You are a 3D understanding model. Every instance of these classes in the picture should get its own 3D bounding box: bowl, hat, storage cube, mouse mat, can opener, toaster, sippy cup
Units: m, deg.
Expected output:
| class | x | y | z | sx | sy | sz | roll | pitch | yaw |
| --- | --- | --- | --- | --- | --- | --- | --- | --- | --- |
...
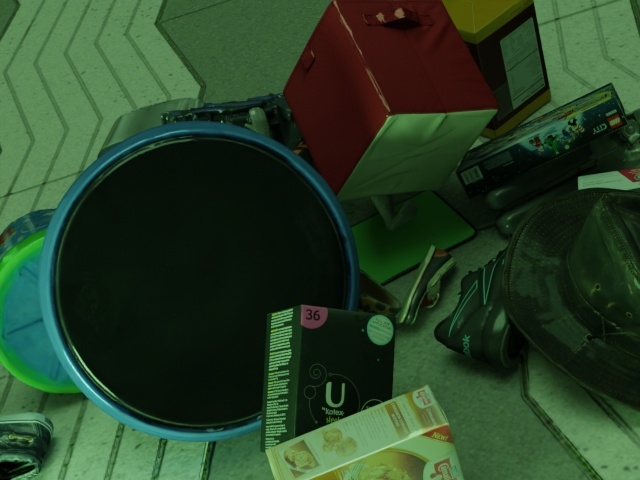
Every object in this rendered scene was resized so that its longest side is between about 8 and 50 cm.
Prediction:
| class | x | y | z | sx | sy | sz | roll | pitch | yaw |
| --- | --- | --- | --- | --- | --- | --- | --- | --- | --- |
| bowl | -0.142 | 0.048 | 1.451 | 0.391 | 0.391 | 0.077 | -24 | 2 | -7 |
| hat | 0.368 | 0.029 | 1.364 | 0.331 | 0.134 | 0.331 | -2 | 53 | 2 |
| storage cube | 0.089 | -0.188 | 1.612 | 0.184 | 0.215 | 0.193 | -7 | 60 | -31 |
| mouse mat | 0.110 | -0.003 | 1.709 | 0.190 | 0.007 | 0.152 | -26 | 36 | -11 |
| can opener | 0.351 | -0.097 | 1.689 | 0.283 | 0.076 | 0.095 | -28 | 4 | -11 |
| toaster | -0.263 | -0.143 | 1.963 | 0.227 | 0.129 | 0.146 | -13 | 32 | 12 |
| sippy cup | -0.358 | 0.062 | 1.671 | 0.240 | 0.305 | 0.224 | -67 | 27 | 9 |

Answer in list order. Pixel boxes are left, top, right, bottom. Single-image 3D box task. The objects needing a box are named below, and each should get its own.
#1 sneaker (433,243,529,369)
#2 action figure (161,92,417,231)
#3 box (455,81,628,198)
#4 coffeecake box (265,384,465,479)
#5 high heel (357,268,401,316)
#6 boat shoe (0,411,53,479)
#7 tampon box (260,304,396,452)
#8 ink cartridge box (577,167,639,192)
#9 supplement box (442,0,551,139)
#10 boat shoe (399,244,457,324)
| class | x | y | z | sx | sy | sz | roll | pitch | yaw |
| --- | --- | --- | --- | --- | --- | --- | --- | --- | --- |
| sneaker | 0.233 | 0.045 | 1.511 | 0.106 | 0.101 | 0.267 | 6 | 42 | 34 |
| action figure | -0.054 | -0.115 | 1.760 | 0.341 | 0.178 | 0.330 | -6 | 34 | -15 |
| box | 0.306 | -0.140 | 1.668 | 0.233 | 0.044 | 0.159 | -25 | 7 | 17 |
| coffeecake box | 0.054 | 0.253 | 1.279 | 0.185 | 0.142 | 0.068 | -22 | 37 | -4 |
| high heel | 0.000 | 0.000 | 1.540 | 0.186 | 0.261 | 0.093 | 1 | 34 | 29 |
| boat shoe | -0.436 | 0.271 | 1.542 | 0.183 | 0.065 | 0.083 | -11 | 35 | 9 |
| tampon box | 0.008 | 0.161 | 1.357 | 0.120 | 0.161 | 0.101 | 8 | -12 | -25 |
| ink cartridge box | 0.392 | -0.023 | 1.558 | 0.109 | 0.063 | 0.150 | -8 | 37 | 15 |
| supplement box | 0.230 | -0.288 | 1.868 | 0.129 | 0.194 | 0.191 | -37 | 40 | -23 |
| boat shoe | 0.140 | 0.062 | 1.579 | 0.043 | 0.049 | 0.137 | 31 | 47 | -1 |
